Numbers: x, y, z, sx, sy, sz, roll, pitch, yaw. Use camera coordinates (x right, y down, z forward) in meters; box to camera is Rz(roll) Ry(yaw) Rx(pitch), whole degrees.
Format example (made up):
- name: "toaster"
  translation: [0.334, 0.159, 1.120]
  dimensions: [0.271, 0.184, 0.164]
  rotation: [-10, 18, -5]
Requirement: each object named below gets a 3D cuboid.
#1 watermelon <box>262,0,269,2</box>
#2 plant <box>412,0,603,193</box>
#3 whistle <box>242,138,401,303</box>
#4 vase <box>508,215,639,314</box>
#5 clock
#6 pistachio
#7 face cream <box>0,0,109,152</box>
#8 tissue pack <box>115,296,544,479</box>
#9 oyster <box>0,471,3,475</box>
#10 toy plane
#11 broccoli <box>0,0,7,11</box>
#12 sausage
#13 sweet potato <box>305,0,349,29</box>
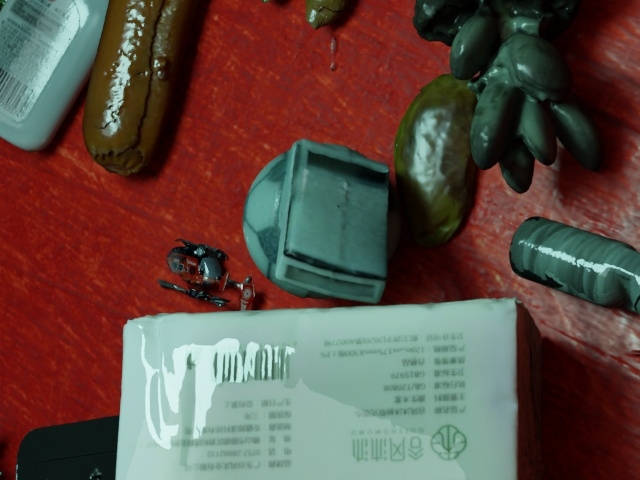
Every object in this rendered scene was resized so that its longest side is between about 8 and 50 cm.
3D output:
- name: "watermelon"
  translation: [-0.054, -0.318, 1.846]
  dimensions: [0.125, 0.094, 0.135]
  rotation: [0, 81, 30]
- name: "plant"
  translation: [0.167, -0.179, 1.594]
  dimensions: [0.149, 0.146, 0.274]
  rotation: [112, 150, -66]
- name: "whistle"
  translation: [0.000, 0.000, 1.642]
  dimensions: [0.163, 0.163, 0.289]
  rotation: [-36, 25, 25]
- name: "vase"
  translation: [0.261, 0.033, 1.514]
  dimensions: [0.211, 0.060, 0.060]
  rotation: [21, 90, 38]
- name: "clock"
  translation: [-0.220, 0.314, 1.815]
  dimensions: [0.279, 0.049, 0.273]
  rotation: [-13, 69, 35]
- name: "pistachio"
  translation: [0.104, -0.082, 1.678]
  dimensions: [0.089, 0.049, 0.173]
  rotation: [4, 79, 40]
- name: "face cream"
  translation: [-0.304, -0.252, 2.026]
  dimensions: [0.144, 0.071, 0.291]
  rotation: [32, 96, 22]
- name: "tissue pack"
  translation: [0.010, 0.191, 1.517]
  dimensions: [0.356, 0.194, 0.266]
  rotation: [-2, 73, 13]
- name: "oyster"
  translation: [-0.387, 0.294, 1.944]
  dimensions: [0.163, 0.081, 0.191]
  rotation: [24, 94, 13]
- name: "toy plane"
  translation: [-0.117, 0.037, 1.825]
  dimensions: [0.145, 0.037, 0.060]
  rotation: [19, 93, 41]
- name: "broccoli"
  translation: [-0.404, -0.239, 2.108]
  dimensions: [0.118, 0.122, 0.204]
  rotation: [-5, 88, 53]
- name: "sausage"
  translation: [-0.188, -0.234, 1.927]
  dimensions: [0.102, 0.102, 0.330]
  rotation: [7, 81, 39]
- name: "sweet potato"
  translation: [0.021, -0.308, 1.811]
  dimensions: [0.056, 0.056, 0.195]
  rotation: [8, 77, 39]
